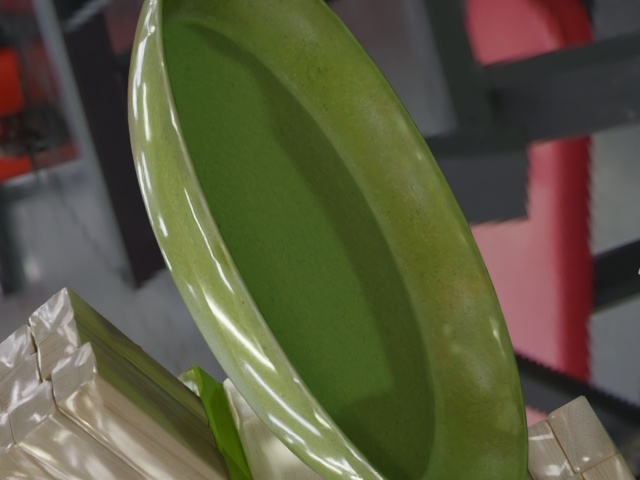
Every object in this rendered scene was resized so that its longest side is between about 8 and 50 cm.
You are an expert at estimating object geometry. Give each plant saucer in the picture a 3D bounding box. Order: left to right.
[{"bbox_3d":[0.000,0.000,0.692,0.241,0.037,0.241,49,-156,-31],"label":"plant saucer"}]

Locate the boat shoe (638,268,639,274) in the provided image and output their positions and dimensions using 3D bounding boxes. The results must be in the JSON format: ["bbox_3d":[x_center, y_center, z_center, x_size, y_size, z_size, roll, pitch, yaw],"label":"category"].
[{"bbox_3d":[0.179,0.009,0.862,0.035,0.100,0.035,28,102,39],"label":"boat shoe"}]

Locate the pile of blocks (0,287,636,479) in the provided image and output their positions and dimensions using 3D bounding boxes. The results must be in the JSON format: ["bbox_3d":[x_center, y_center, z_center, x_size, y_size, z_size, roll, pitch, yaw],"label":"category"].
[{"bbox_3d":[-0.005,0.113,0.820,0.149,0.362,0.113,-61,28,25],"label":"pile of blocks"}]
